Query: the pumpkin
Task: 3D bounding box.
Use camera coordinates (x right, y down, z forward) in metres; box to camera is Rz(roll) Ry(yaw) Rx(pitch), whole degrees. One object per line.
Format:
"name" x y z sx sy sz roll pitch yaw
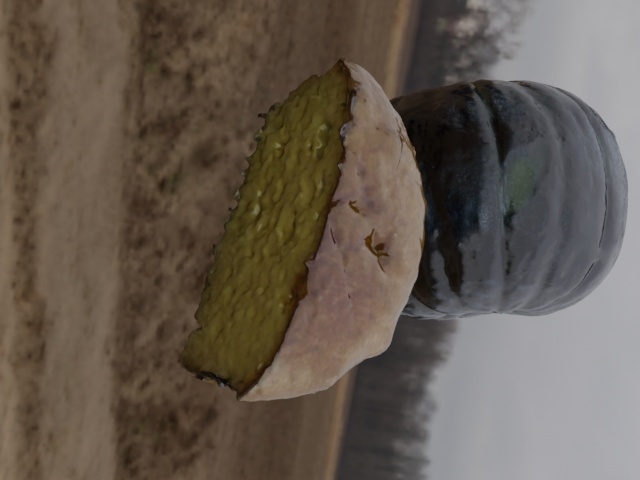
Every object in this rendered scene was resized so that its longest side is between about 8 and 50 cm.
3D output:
"pumpkin" 0.169 -0.040 1.356 0.363 0.363 0.266 44 42 -85

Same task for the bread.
"bread" 0.005 0.009 0.869 0.129 0.134 0.260 2 -113 54
